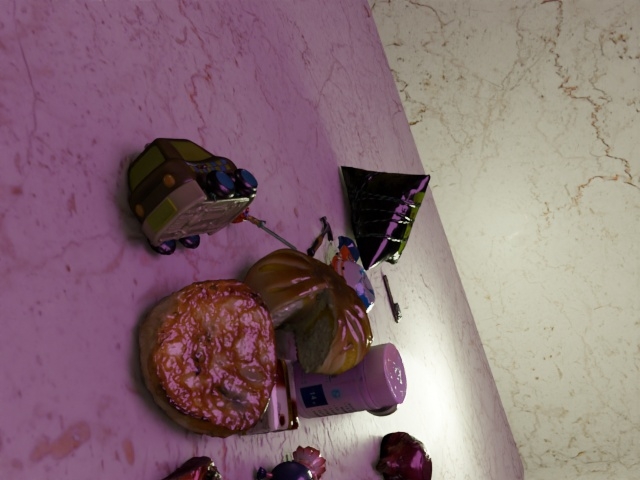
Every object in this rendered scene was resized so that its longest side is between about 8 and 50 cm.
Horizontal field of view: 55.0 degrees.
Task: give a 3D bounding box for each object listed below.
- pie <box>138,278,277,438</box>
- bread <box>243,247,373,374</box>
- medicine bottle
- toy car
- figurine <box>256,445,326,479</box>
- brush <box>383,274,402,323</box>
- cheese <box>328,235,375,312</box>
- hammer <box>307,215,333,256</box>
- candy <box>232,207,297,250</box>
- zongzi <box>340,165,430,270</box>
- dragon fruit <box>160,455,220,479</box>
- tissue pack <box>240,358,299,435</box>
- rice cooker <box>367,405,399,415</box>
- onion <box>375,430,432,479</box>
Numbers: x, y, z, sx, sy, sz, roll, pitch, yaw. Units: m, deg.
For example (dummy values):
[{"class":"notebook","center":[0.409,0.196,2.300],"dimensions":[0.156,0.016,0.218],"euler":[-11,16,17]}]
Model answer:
[{"class":"pie","center":[-0.196,0.218,1.143],"dimensions":[0.315,0.092,0.315],"euler":[26,56,-45]},{"class":"bread","center":[-0.017,0.147,1.408],"dimensions":[0.333,0.160,0.333],"euler":[29,27,-16]},{"class":"medicine bottle","center":[0.069,0.342,1.497],"dimensions":[0.152,0.254,0.152],"euler":[45,36,-48]},{"class":"toy car","center":[-0.260,-0.109,1.175],"dimensions":[0.198,0.204,0.248],"euler":[54,23,9]},{"class":"figurine","center":[-0.059,0.509,1.323],"dimensions":[0.195,0.112,0.102],"euler":[-24,115,-70]},{"class":"brush","center":[0.277,0.221,2.330],"dimensions":[0.034,0.028,0.190],"euler":[-12,86,-69]},{"class":"cheese","center":[0.079,0.113,1.829],"dimensions":[0.217,0.129,0.329],"euler":[60,20,-31]},{"class":"hammer","center":[0.000,0.000,1.855],"dimensions":[0.078,0.021,0.201],"euler":[66,25,-19]},{"class":"candy","center":[-0.139,-0.032,1.415],"dimensions":[0.201,0.060,0.060],"euler":[32,32,-4]},{"class":"zongzi","center":[0.201,-0.053,2.106],"dimensions":[0.362,0.319,0.383],"euler":[-38,128,-67]},{"class":"dragon fruit","center":[-0.205,0.426,1.034],"dimensions":[0.147,0.096,0.102],"euler":[-35,111,-64]},{"class":"tissue pack","center":[-0.112,0.329,1.295],"dimensions":[0.106,0.099,0.148],"euler":[27,52,-60]},{"class":"rice cooker","center":[0.175,0.423,1.833],"dimensions":[0.127,0.145,0.206],"euler":[64,19,-52]},{"class":"onion","center":[0.248,0.676,1.861],"dimensions":[0.218,0.140,0.195],"euler":[33,53,-52]}]
